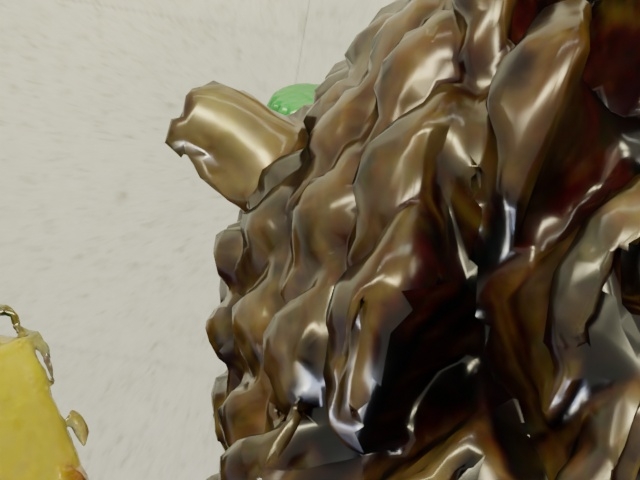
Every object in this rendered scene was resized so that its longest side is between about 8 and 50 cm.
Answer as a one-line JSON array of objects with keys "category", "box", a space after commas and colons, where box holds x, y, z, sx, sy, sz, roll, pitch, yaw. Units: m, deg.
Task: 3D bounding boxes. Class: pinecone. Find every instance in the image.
[{"category": "pinecone", "box": [0.086, 0.021, 0.473, 0.257, 0.243, 0.243, 7, 92, 19]}]

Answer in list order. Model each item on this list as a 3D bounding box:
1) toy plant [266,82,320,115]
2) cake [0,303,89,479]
[{"category": "toy plant", "box": [-0.006, -0.013, 1.492, 0.088, 0.240, 0.154, -20, 54, -21]}, {"category": "cake", "box": [-0.215, 0.140, 0.696, 0.227, 0.222, 0.286, -20, 92, 35]}]
